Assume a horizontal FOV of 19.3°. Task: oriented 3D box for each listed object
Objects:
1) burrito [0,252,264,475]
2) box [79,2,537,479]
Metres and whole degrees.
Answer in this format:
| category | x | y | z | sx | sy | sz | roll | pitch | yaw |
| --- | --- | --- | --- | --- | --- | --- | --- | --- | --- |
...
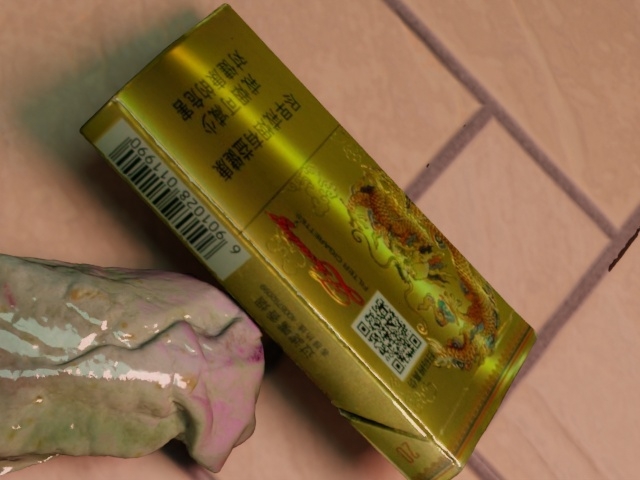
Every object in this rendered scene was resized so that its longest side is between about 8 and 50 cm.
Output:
| category | x | y | z | sx | sy | sz | roll | pitch | yaw |
| --- | --- | --- | --- | --- | --- | --- | --- | --- | --- |
| burrito | -0.143 | 0.068 | 1.115 | 0.229 | 0.089 | 0.143 | 2 | 74 | -25 |
| box | 0.000 | 0.000 | 1.200 | 0.311 | 0.043 | 0.173 | 46 | 35 | -5 |
